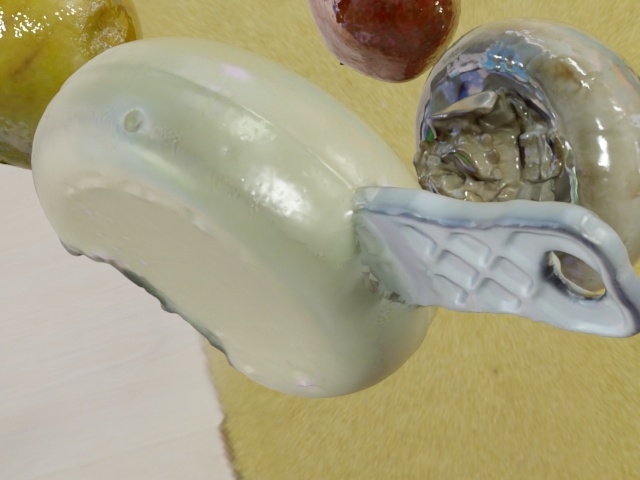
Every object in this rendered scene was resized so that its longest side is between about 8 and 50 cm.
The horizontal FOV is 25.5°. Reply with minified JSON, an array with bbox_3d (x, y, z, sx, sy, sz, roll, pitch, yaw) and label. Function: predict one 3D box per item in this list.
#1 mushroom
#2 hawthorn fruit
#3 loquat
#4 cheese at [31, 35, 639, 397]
[{"bbox_3d":[0.158,-0.056,1.084,0.226,0.178,0.226,22,124,38],"label":"mushroom"},{"bbox_3d":[0.065,-0.221,1.413,0.162,0.203,0.163,-2,56,3],"label":"hawthorn fruit"},{"bbox_3d":[-0.261,-0.192,1.263,0.213,0.213,0.246,14,111,6],"label":"loquat"},{"bbox_3d":[-0.009,-0.014,0.495,0.163,0.249,0.071,46,64,-14],"label":"cheese"}]
